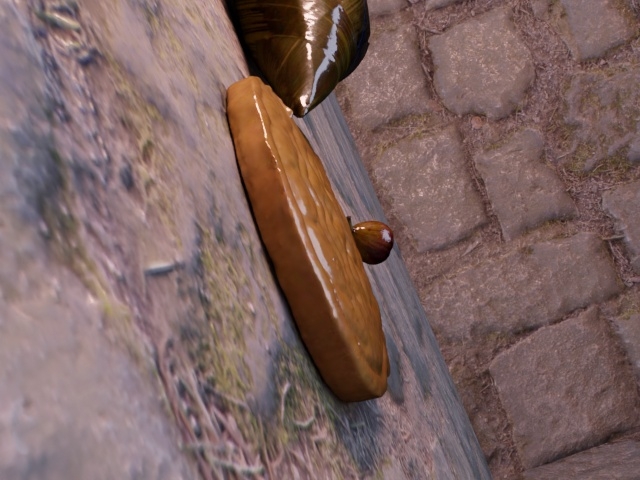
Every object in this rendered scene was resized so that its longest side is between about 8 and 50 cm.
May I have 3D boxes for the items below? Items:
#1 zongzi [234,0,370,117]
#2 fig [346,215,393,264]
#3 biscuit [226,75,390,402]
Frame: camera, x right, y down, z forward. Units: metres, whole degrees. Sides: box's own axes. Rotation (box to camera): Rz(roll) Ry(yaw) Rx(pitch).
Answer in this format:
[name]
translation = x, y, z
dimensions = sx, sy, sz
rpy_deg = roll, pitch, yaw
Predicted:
[zongzi]
translation = -0.053, -0.395, 0.968
dimensions = 0.432, 0.208, 0.403
rpy_deg = -79, 154, -66
[fig]
translation = 0.085, -0.006, 1.339
dimensions = 0.125, 0.089, 0.089
rpy_deg = 28, 31, -33
[biscuit]
translation = 0.002, -0.001, 0.797
dimensions = 0.365, 0.062, 0.385
rpy_deg = 40, 29, -74
